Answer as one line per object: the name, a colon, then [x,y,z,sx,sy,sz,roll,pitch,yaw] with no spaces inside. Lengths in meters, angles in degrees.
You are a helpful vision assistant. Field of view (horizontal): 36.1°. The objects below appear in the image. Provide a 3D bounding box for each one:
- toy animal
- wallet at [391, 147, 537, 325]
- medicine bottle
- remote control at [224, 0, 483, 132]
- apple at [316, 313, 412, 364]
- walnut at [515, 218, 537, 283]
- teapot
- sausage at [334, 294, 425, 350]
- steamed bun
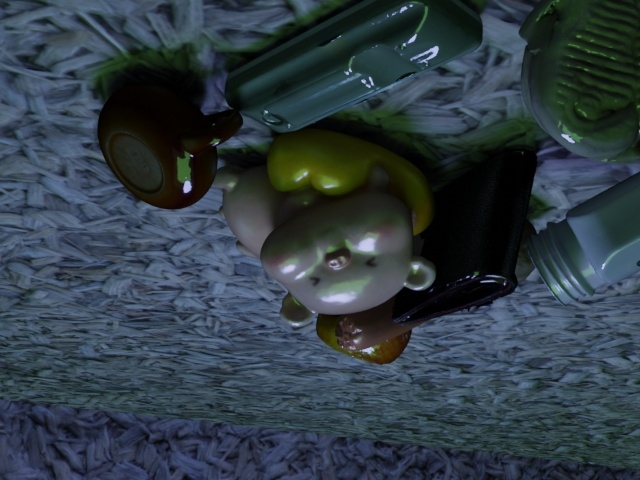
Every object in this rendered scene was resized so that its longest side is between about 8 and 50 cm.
toy animal: [-0.011,-0.009,1.417,0.345,0.246,0.277,-5,154,20]
wallet: [0.203,-0.001,1.441,0.071,0.220,0.262,25,151,-22]
medicine bottle: [0.440,-0.034,1.305,0.324,0.124,0.179,-30,167,19]
remote control: [0.030,-0.207,1.173,0.128,0.065,0.335,26,149,-38]
apple: [0.091,0.152,1.891,0.173,0.160,0.195,33,-173,-29]
walnut: [0.271,0.010,1.569,0.162,0.140,0.140,1,160,-24]
teapot: [-0.190,-0.138,1.295,0.252,0.135,0.178,-8,123,43]
sausage: [0.150,0.120,1.774,0.289,0.086,0.086,-20,171,-31]
steamed bun: [0.296,-0.189,1.029,0.211,0.217,0.144,6,179,-18]
